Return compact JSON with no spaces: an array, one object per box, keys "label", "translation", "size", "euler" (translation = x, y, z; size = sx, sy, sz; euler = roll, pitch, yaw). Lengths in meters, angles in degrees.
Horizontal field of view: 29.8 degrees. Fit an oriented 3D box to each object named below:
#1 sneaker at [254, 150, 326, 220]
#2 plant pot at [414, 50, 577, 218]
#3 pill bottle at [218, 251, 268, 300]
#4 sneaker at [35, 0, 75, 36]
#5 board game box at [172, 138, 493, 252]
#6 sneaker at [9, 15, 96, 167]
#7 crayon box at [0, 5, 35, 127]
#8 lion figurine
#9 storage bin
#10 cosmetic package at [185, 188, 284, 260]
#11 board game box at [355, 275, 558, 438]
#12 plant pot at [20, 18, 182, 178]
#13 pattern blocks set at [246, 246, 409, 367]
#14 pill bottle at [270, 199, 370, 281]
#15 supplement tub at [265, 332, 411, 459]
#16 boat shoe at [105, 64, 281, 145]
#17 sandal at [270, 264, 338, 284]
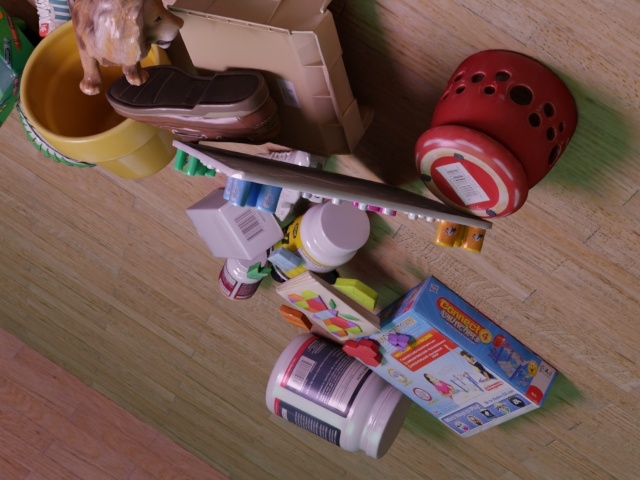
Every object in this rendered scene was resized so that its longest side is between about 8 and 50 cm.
[{"label":"sneaker","translation":[-0.069,-0.117,2.105],"size":[0.115,0.090,0.232],"euler":[38,151,0]},{"label":"plant pot","translation":[0.238,-0.139,1.667],"size":[0.191,0.174,0.191],"euler":[23,148,15]},{"label":"pill bottle","translation":[-0.155,0.060,2.462],"size":[0.086,0.086,0.152],"euler":[34,152,0]},{"label":"sneaker","translation":[-0.467,-0.397,2.097],"size":[0.057,0.075,0.161],"euler":[9,143,38]},{"label":"board game box","translation":[0.001,-0.070,1.796],"size":[0.390,0.050,0.390],"euler":[10,-173,-21]},{"label":"sneaker","translation":[-0.516,-0.274,2.274],"size":[0.343,0.134,0.146],"euler":[47,148,-22]},{"label":"crayon box","translation":[-0.629,-0.300,2.196],"size":[0.165,0.081,0.278],"euler":[51,134,1]},{"label":"lion figurine","translation":[-0.308,-0.378,1.765],"size":[0.240,0.142,0.392],"euler":[99,155,-51]},{"label":"storage bin","translation":[-0.065,-0.275,1.823],"size":[0.260,0.123,0.262],"euler":[16,146,29]},{"label":"cosmetic package","translation":[-0.163,-0.032,2.253],"size":[0.117,0.085,0.231],"euler":[59,163,-14]},{"label":"board game box","translation":[0.246,0.232,2.310],"size":[0.302,0.086,0.308],"euler":[37,151,-6]},{"label":"plant pot","translation":[-0.354,-0.227,2.088],"size":[0.254,0.254,0.239],"euler":[22,163,22]},{"label":"pattern blocks set","translation":[0.015,0.127,2.226],"size":[0.325,0.026,0.285],"euler":[31,153,-9]},{"label":"pill bottle","translation":[0.000,0.000,2.176],"size":[0.119,0.119,0.208],"euler":[39,150,-10]},{"label":"supplement tub","translation":[0.039,0.332,2.566],"size":[0.272,0.191,0.191],"euler":[24,150,18]},{"label":"boat shoe","translation":[-0.198,-0.194,1.838],"size":[0.307,0.111,0.104],"euler":[11,143,36]},{"label":"sandal","translation":[-0.042,0.072,2.410],"size":[0.179,0.040,0.067],"euler":[0,137,45]}]
